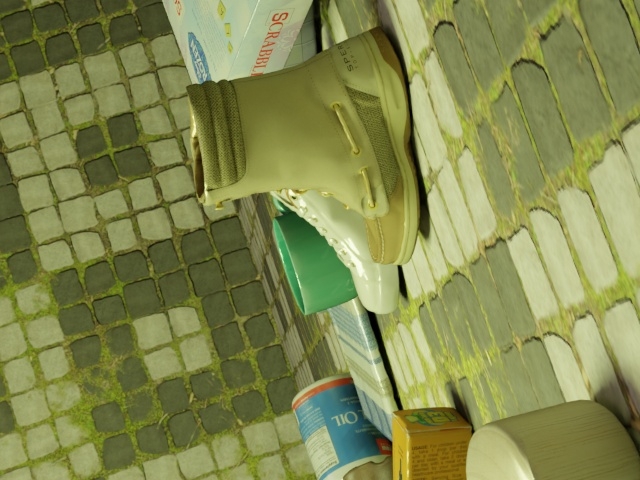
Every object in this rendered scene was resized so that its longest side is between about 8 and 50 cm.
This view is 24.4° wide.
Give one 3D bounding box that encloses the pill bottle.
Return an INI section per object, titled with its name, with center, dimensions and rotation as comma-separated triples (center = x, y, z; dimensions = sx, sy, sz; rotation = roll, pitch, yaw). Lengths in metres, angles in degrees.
[pill bottle]
center = 0.048, 0.319, 2.200
dimensions = 0.124, 0.124, 0.221
rotation = 85, 164, -62

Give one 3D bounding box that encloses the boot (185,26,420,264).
[boot]
center = -0.016, -0.061, 1.378
dimensions = 0.095, 0.203, 0.262
rotation = -114, 11, -45

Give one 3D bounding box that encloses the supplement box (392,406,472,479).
[supplement box]
center = 0.121, 0.299, 1.574
dimensions = 0.078, 0.080, 0.233
rotation = -134, 38, -74

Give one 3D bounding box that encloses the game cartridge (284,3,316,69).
[game cartridge]
center = -0.079, -0.346, 1.765
dimensions = 0.230, 0.068, 0.355
rotation = 77, 172, -63

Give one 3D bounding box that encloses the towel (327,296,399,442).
[towel]
center = 0.056, 0.137, 2.049
dimensions = 0.209, 0.034, 0.285
rotation = -150, 41, -76

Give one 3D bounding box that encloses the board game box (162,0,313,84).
[board game box]
center = -0.098, -0.334, 1.514
dimensions = 0.318, 0.066, 0.318
rotation = 120, 135, -54

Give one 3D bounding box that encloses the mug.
[mug]
center = 0.003, 0.007, 1.856
dimensions = 0.129, 0.097, 0.157
rotation = -119, 13, -59

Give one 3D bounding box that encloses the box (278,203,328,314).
[box]
center = -0.024, 0.000, 2.295
dimensions = 0.145, 0.038, 0.186
rotation = 83, 168, -57

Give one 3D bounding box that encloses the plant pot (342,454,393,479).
[plant pot]
center = 0.102, 0.344, 1.739
dimensions = 0.167, 0.167, 0.165
rotation = 89, 168, -68

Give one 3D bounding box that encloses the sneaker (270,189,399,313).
[sneaker]
center = 0.001, -0.043, 1.652
dimensions = 0.106, 0.123, 0.290
rotation = -143, 34, -75

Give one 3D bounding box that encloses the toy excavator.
[toy excavator]
center = 0.195, 0.385, 1.073
dimensions = 0.445, 0.222, 0.433
rotation = 108, 145, -55
